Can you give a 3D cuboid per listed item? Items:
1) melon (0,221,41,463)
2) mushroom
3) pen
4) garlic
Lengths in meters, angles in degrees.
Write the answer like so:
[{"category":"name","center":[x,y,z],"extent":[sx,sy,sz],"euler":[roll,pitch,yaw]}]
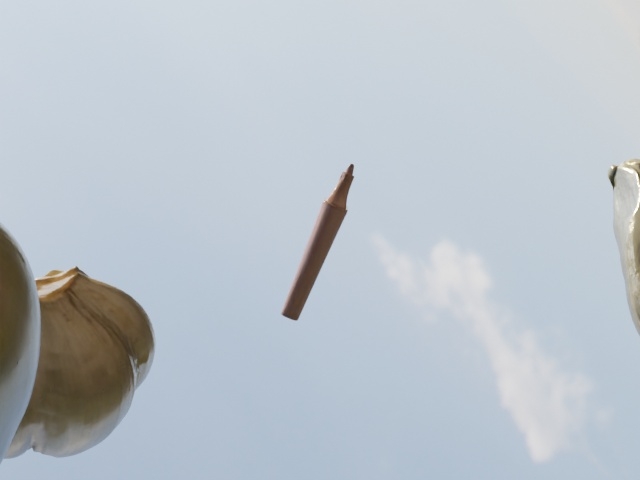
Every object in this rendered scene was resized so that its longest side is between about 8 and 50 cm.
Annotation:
[{"category":"melon","center":[-0.316,0.099,0.841],"extent":[0.223,0.317,0.223],"euler":[25,-148,-17]},{"category":"mushroom","center":[0.507,0.027,1.926],"extent":[0.109,0.097,0.351],"euler":[41,-139,-46]},{"category":"pen","center":[0.000,0.000,1.472],"extent":[0.032,0.197,0.053],"euler":[23,-173,0]},{"category":"garlic","center":[-0.302,0.147,1.294],"extent":[0.281,0.203,0.185],"euler":[-15,-136,-37]}]
